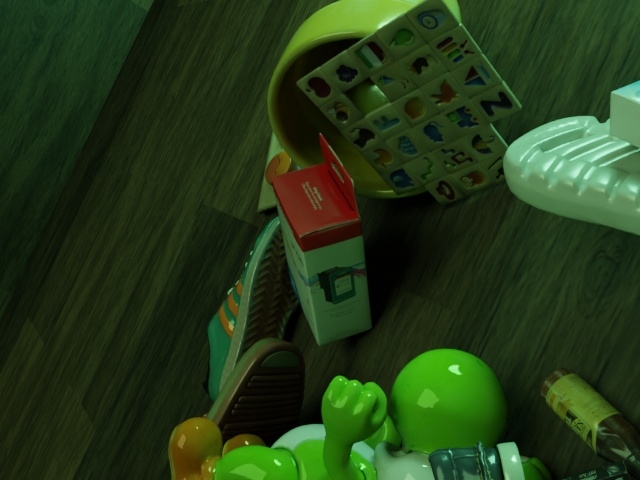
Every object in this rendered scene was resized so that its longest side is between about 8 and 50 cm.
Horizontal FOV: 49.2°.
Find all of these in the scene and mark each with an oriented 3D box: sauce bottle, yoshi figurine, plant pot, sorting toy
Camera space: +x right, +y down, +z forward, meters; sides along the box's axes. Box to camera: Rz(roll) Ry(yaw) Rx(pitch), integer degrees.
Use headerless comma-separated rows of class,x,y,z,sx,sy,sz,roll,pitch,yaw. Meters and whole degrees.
sauce bottle,0.244,0.162,0.602,0.042,0.042,0.128,-56,33,11
yoshi figurine,0.039,0.200,0.701,0.362,0.203,0.203,-9,22,24
plant pot,0.083,-0.224,0.902,0.254,0.254,0.239,-26,35,41
sorting toy,-0.021,-0.209,1.185,0.229,0.041,0.307,-19,54,46

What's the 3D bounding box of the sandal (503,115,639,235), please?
sandal,0.327,-0.005,0.542,0.169,0.102,0.416,-29,36,-19

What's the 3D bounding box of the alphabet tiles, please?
alphabet tiles,0.119,-0.137,0.789,0.198,0.237,0.009,-23,34,39

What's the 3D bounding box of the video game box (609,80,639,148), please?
video game box,0.361,-0.092,0.520,0.187,0.048,0.205,-20,35,-13

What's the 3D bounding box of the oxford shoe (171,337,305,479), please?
oxford shoe,-0.129,0.253,0.905,0.130,0.123,0.348,47,118,48

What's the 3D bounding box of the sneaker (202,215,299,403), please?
sneaker,-0.106,0.101,1.039,0.121,0.108,0.302,7,75,49

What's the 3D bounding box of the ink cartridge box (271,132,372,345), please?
ink cartridge box,0.000,0.000,0.872,0.078,0.231,0.134,-17,39,-10

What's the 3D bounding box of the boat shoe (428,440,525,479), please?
boat shoe,0.130,0.286,0.551,0.079,0.095,0.254,-5,98,9

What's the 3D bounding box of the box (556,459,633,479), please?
box,0.218,0.221,0.563,0.083,0.067,0.018,-24,6,18
